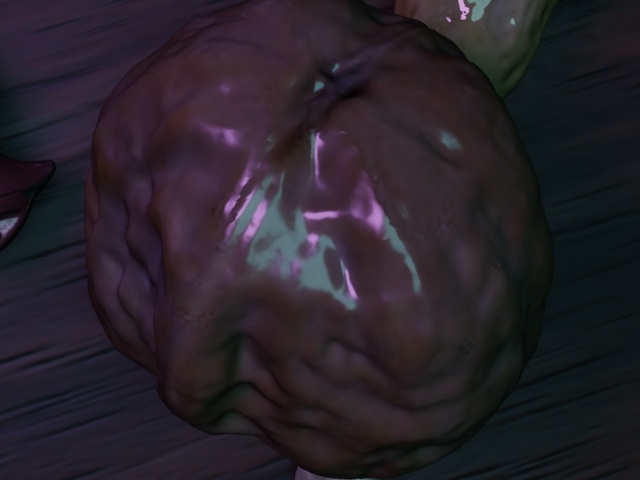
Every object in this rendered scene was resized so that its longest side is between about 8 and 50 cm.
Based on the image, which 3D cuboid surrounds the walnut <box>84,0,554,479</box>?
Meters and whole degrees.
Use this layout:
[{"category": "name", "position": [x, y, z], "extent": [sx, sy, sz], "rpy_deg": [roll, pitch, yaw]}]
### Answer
[{"category": "walnut", "position": [-0.003, -0.001, 0.777], "extent": [0.273, 0.273, 0.227], "rpy_deg": [17, 54, -10]}]

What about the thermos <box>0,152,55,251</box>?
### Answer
[{"category": "thermos", "position": [-0.293, -0.110, 0.789], "extent": [0.330, 0.109, 0.136], "rpy_deg": [49, 45, -9]}]

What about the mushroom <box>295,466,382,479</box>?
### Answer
[{"category": "mushroom", "position": [0.012, 0.138, 0.896], "extent": [0.059, 0.054, 0.202], "rpy_deg": [5, 87, -15]}]

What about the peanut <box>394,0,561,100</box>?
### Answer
[{"category": "peanut", "position": [0.127, -0.179, 0.863], "extent": [0.117, 0.101, 0.263], "rpy_deg": [42, 87, -5]}]
